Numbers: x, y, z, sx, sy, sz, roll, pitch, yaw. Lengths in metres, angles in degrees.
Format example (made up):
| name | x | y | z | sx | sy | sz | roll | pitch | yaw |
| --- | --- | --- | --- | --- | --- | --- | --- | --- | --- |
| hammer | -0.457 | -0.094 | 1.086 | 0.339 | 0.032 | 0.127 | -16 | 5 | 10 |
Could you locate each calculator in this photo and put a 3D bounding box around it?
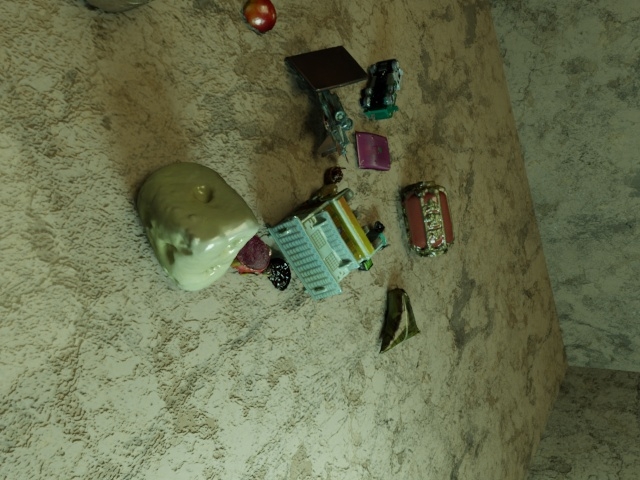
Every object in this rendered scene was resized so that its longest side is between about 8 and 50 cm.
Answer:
| name | x | y | z | sx | sy | sz | roll | pitch | yaw |
| --- | --- | --- | --- | --- | --- | --- | --- | --- | --- |
| calculator | 0.181 | -0.301 | 1.578 | 0.191 | 0.034 | 0.126 | -6 | 88 | -49 |

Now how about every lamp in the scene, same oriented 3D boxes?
| name | x | y | z | sx | sy | sz | roll | pitch | yaw |
| --- | --- | --- | --- | --- | --- | --- | --- | --- | --- |
| lamp | 0.386 | -0.078 | 1.684 | 0.177 | 0.177 | 0.273 | -15 | 95 | -48 |

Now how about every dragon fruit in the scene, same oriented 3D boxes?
| name | x | y | z | sx | sy | sz | roll | pitch | yaw |
| --- | --- | --- | --- | --- | --- | --- | --- | --- | --- |
| dragon fruit | -0.180 | 0.033 | 1.118 | 0.126 | 0.068 | 0.112 | 29 | 48 | -28 |

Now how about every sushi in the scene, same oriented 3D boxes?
| name | x | y | z | sx | sy | sz | roll | pitch | yaw |
| --- | --- | --- | --- | --- | --- | --- | --- | --- | --- |
| sushi | 0.043 | -0.194 | 1.400 | 0.050 | 0.047 | 0.099 | 45 | 53 | -32 |

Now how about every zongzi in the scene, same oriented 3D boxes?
| name | x | y | z | sx | sy | sz | roll | pitch | yaw |
| --- | --- | --- | --- | --- | --- | --- | --- | --- | --- |
| zongzi | 0.233 | 0.256 | 1.544 | 0.184 | 0.084 | 0.187 | -19 | 93 | -37 |

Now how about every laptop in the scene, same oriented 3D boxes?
| name | x | y | z | sx | sy | sz | roll | pitch | yaw |
| --- | --- | --- | --- | --- | --- | --- | --- | --- | --- |
| laptop | 0.022 | -0.491 | 1.340 | 0.207 | 0.026 | 0.153 | -27 | 71 | -32 |

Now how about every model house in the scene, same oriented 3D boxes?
| name | x | y | z | sx | sy | sz | roll | pitch | yaw |
| --- | --- | --- | --- | --- | --- | --- | --- | --- | --- |
| model house | 0.000 | 0.000 | 1.206 | 0.215 | 0.199 | 0.224 | -41 | 109 | -31 |

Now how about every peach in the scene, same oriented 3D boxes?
| name | x | y | z | sx | sy | sz | roll | pitch | yaw |
| --- | --- | --- | --- | --- | --- | --- | --- | --- | --- |
| peach | -0.151 | -0.593 | 1.221 | 0.098 | 0.062 | 0.098 | 18 | 65 | -44 |

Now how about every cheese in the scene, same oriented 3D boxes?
| name | x | y | z | sx | sy | sz | roll | pitch | yaw |
| --- | --- | --- | --- | --- | --- | --- | --- | --- | --- |
| cheese | -0.270 | -0.032 | 0.971 | 0.174 | 0.251 | 0.247 | -24 | 68 | -34 |

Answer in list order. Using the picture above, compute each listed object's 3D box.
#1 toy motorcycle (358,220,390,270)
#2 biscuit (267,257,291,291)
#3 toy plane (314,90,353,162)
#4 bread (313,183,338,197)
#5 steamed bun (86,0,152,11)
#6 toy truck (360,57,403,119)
| name | x | y | z | sx | sy | sz | roll | pitch | yaw |
| --- | --- | --- | --- | --- | --- | --- | --- | --- | --- |
| toy motorcycle | 0.166 | 0.013 | 1.508 | 0.173 | 0.058 | 0.100 | -46 | 126 | -39 |
| biscuit | -0.112 | 0.088 | 1.210 | 0.089 | 0.027 | 0.087 | 9 | 77 | -49 |
| toy plane | 0.029 | -0.390 | 1.366 | 0.223 | 0.105 | 0.325 | -1 | 82 | -75 |
| bread | 0.022 | -0.105 | 1.349 | 0.060 | 0.082 | 0.112 | -98 | 175 | -77 |
| steamed bun | -0.343 | -0.589 | 0.889 | 0.199 | 0.252 | 0.300 | 4 | 86 | -59 |
| toy truck | 0.218 | -0.503 | 1.593 | 0.116 | 0.110 | 0.215 | 43 | 54 | -52 |
